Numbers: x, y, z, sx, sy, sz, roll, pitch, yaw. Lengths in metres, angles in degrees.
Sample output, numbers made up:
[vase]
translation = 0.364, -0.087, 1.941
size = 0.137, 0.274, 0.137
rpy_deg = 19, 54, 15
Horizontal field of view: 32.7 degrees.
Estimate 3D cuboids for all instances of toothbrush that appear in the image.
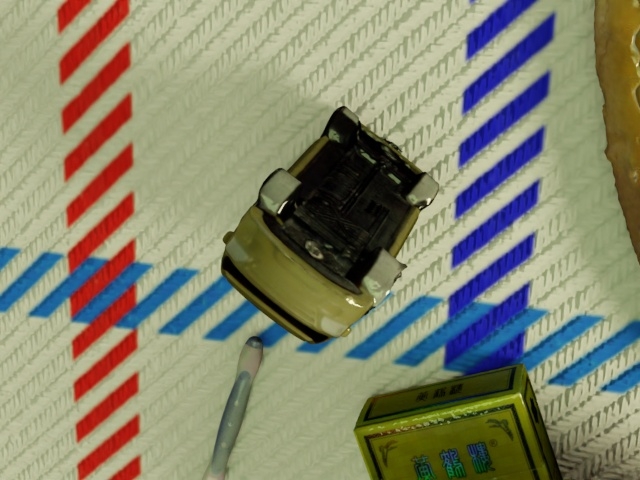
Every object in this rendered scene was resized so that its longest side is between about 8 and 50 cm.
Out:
[toothbrush]
translation = -0.091, 0.199, 0.960
size = 0.021, 0.027, 0.269
rpy_deg = 15, 111, -8

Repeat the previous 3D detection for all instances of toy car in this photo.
[toy car]
translation = 0.000, 0.000, 0.751
size = 0.101, 0.256, 0.124
rpy_deg = 38, 116, -1

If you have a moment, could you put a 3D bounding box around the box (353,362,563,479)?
[box]
translation = 0.130, 0.221, 0.889
size = 0.141, 0.064, 0.219
rpy_deg = -17, 104, 19

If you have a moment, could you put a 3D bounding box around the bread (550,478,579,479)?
[bread]
translation = 0.242, 0.330, 0.776
size = 0.370, 0.191, 0.314
rpy_deg = 17, 98, -22

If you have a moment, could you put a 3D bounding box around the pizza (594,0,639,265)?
[pizza]
translation = 0.377, 0.009, 0.749
size = 0.435, 0.080, 0.391
rpy_deg = 12, 110, 13
